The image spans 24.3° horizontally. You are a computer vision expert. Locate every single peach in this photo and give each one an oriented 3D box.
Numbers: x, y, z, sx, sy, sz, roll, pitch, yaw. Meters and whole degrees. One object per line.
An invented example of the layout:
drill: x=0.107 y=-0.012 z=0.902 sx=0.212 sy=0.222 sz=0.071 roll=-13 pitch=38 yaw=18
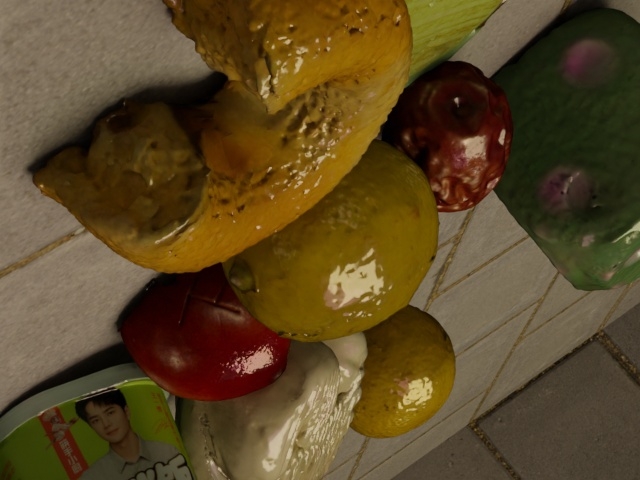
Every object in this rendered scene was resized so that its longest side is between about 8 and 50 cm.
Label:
peach: x=-0.148 y=0.107 z=1.948 sx=0.190 sy=0.226 sz=0.196 roll=-92 pitch=-171 yaw=-75

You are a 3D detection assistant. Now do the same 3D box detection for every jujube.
jujube: x=0.163 y=-0.132 z=1.924 sx=0.174 sy=0.174 sz=0.250 roll=-38 pitch=169 yaw=-8

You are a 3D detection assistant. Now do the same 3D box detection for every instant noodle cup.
instant noodle cup: x=-0.270 y=0.368 z=1.962 sx=0.294 sy=0.308 sz=0.294 roll=-25 pitch=156 yaw=-12

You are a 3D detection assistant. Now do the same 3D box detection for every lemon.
lemon: x=0.110 y=0.224 z=2.552 sx=0.228 sy=0.228 sz=0.253 roll=-23 pitch=159 yaw=-41
lemon: x=0.014 y=-0.005 z=1.820 sx=0.260 sy=0.260 sz=0.284 roll=-50 pitch=158 yaw=26

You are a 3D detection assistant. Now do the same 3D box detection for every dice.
dice: x=0.422 y=-0.127 z=2.203 sx=0.330 sy=0.318 sz=0.322 roll=-43 pitch=161 yaw=8

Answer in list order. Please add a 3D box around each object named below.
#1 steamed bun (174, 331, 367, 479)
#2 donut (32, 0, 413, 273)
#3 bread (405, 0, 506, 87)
steamed bun: x=-0.093 y=0.238 z=2.173 sx=0.352 sy=0.247 sz=0.339 roll=-38 pitch=150 yaw=-50
donut: x=-0.056 y=-0.143 z=1.504 sx=0.378 sy=0.163 sz=0.435 roll=-19 pitch=151 yaw=-50
bread: x=0.142 y=-0.294 z=1.725 sx=0.301 sy=0.045 sz=0.301 roll=-38 pitch=161 yaw=-15
